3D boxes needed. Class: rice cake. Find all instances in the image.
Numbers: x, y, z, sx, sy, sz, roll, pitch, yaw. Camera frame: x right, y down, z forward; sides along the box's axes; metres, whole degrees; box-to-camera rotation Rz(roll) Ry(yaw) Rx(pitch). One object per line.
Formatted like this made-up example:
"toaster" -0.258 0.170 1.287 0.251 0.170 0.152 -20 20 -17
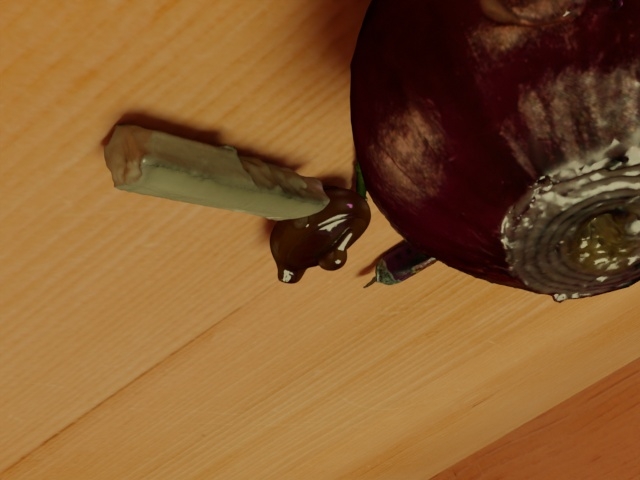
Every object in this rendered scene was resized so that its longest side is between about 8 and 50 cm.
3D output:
"rice cake" -0.083 -0.054 0.865 0.057 0.052 0.256 -1 174 35

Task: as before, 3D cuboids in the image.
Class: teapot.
"teapot" 0.000 0.000 1.036 0.098 0.078 0.129 6 143 -46

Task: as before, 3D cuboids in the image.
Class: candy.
"candy" 0.125 0.016 1.262 0.175 0.043 0.045 -30 159 17

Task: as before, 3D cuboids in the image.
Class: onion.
"onion" 0.148 -0.109 0.732 0.260 0.281 0.337 11 150 -27

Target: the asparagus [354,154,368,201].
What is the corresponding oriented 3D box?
"asparagus" 0.043 -0.057 1.043 0.023 0.022 0.233 -50 164 -23
